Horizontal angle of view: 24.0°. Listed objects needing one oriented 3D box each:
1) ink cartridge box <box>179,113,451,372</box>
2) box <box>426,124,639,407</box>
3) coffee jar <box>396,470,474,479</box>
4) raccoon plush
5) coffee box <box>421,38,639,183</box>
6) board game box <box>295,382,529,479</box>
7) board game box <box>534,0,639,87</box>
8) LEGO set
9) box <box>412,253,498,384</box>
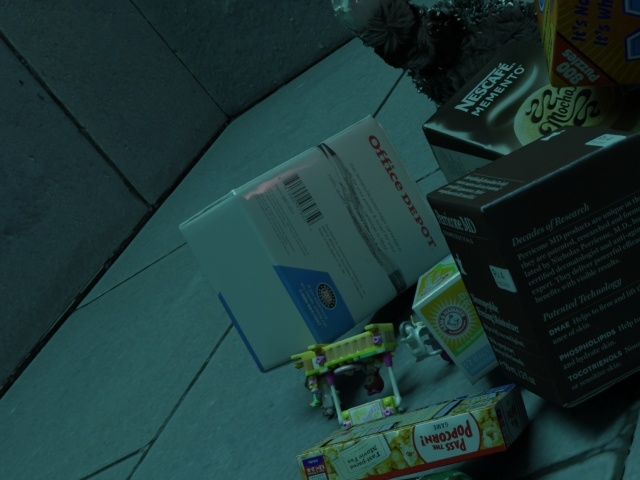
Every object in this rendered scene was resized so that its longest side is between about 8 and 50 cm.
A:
[{"bbox_3d":[0.000,0.000,1.969,0.129,0.223,0.307,-29,2,44],"label":"ink cartridge box"},{"bbox_3d":[0.230,0.018,1.407,0.167,0.203,0.168,-26,11,-9],"label":"box"},{"bbox_3d":[0.070,0.263,1.384,0.096,0.079,0.184,-47,14,-30],"label":"coffee jar"},{"bbox_3d":[0.175,-0.317,2.291,0.216,0.446,0.299,-54,27,-2],"label":"raccoon plush"},{"bbox_3d":[0.281,-0.100,1.649,0.168,0.119,0.297,-45,41,-19],"label":"coffee box"},{"bbox_3d":[0.090,0.188,1.428,0.193,0.045,0.147,-16,-2,17],"label":"board game box"},{"bbox_3d":[0.404,-0.414,1.561,0.356,0.356,0.357,-2,47,1],"label":"board game box"},{"bbox_3d":[0.039,0.174,1.795,0.132,0.107,0.287,-7,-14,-36],"label":"LEGO set"},{"bbox_3d":[0.175,0.063,1.618,0.114,0.103,0.203,-38,2,9],"label":"box"}]
